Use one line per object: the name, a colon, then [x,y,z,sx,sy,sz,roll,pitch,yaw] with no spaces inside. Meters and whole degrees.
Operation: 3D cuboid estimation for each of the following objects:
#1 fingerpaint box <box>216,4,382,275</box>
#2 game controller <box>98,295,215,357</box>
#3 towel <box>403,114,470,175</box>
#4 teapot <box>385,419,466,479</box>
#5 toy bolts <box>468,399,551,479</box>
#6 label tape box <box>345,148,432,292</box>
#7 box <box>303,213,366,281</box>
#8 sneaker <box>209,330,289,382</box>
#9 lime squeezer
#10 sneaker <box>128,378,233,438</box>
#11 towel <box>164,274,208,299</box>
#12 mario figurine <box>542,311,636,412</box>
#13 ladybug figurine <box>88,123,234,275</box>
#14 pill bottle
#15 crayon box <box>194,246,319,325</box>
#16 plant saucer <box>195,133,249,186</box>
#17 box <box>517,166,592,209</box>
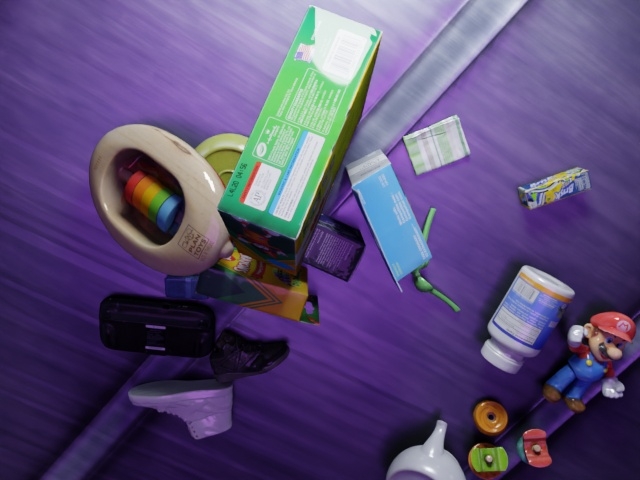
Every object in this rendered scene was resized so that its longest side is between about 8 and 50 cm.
fingerpaint box: [-0.041,-0.184,1.187,0.163,0.371,0.445,21,78,3]
game controller: [-0.454,0.244,1.559,0.318,0.067,0.167,7,120,-3]
towel: [0.301,-0.243,1.449,0.151,0.023,0.113,-22,105,5]
teapot: [0.326,0.703,1.650,0.253,0.187,0.256,51,126,5]
toy bolts: [0.554,0.596,1.670,0.228,0.158,0.219,-1,66,9]
label tape box: [0.163,-0.061,1.328,0.115,0.348,0.249,-25,105,5]
box: [0.000,0.000,1.445,0.207,0.153,0.108,24,104,-9]
sneaker: [-0.206,0.307,1.561,0.227,0.087,0.130,-15,113,8]
lime squeezer: [0.299,0.073,1.524,0.109,0.059,0.311,-16,105,3]
sneaker: [-0.395,0.491,1.599,0.292,0.108,0.169,0,103,-3]
towel: [-0.364,0.127,1.534,0.119,0.029,0.067,3,106,-3]
mario figurine: [0.756,0.343,1.552,0.198,0.170,0.321,6,118,-39]
ladybug figurine: [-0.362,-0.095,1.339,0.449,0.162,0.305,40,109,19]
pill bottle: [0.552,0.219,1.523,0.152,0.152,0.272,23,105,-8]
crayon box: [-0.145,0.109,1.447,0.318,0.202,0.081,17,105,-7]
plant saucer: [-0.232,-0.151,1.445,0.240,0.037,0.241,0,110,1]
box: [0.612,-0.137,1.469,0.168,0.059,0.054,-19,105,4]
